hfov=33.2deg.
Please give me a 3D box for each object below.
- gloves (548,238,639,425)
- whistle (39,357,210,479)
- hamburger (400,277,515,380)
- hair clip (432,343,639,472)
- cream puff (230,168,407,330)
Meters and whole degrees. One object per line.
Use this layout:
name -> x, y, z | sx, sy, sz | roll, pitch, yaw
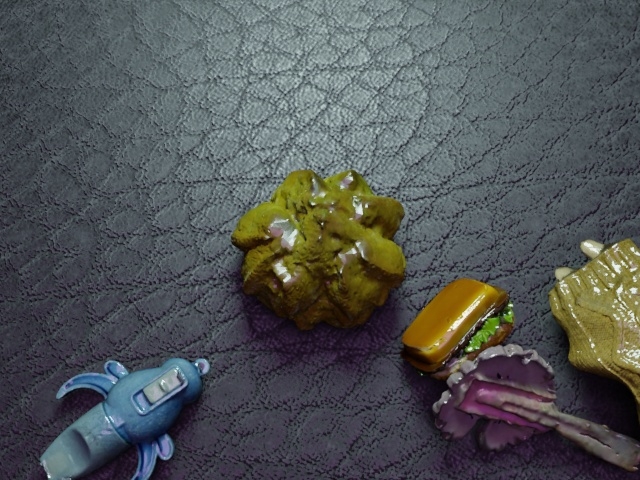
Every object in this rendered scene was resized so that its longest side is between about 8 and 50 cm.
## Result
gloves -> 0.458, 0.149, 1.469 | 0.203, 0.155, 0.356 | -22, 72, -40
whistle -> -0.267, 0.246, 1.489 | 0.269, 0.093, 0.180 | -33, 79, -2
hamburger -> 0.197, 0.132, 1.499 | 0.166, 0.137, 0.087 | -43, 111, -9
hair clip -> 0.304, 0.242, 1.482 | 0.300, 0.069, 0.173 | 22, 110, -10
cream puff -> 0.003, 0.006, 1.508 | 0.244, 0.196, 0.244 | 8, 73, -30
